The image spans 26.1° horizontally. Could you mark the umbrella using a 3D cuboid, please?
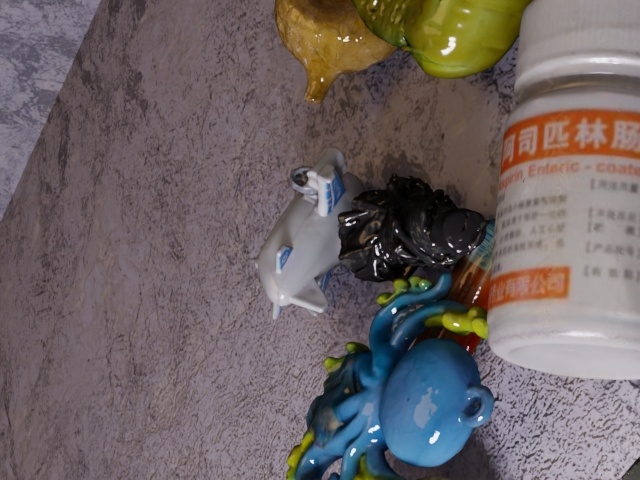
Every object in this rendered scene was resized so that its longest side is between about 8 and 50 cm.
[{"bbox_3d":[0.100,-0.007,1.715,0.154,0.128,0.336,-40,10,-2],"label":"umbrella"}]

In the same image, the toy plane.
[{"bbox_3d":[-0.005,-0.002,1.925,0.267,0.123,0.267,19,-90,-78],"label":"toy plane"}]

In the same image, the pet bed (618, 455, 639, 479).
[{"bbox_3d":[0.364,0.260,1.169,0.159,0.183,0.211,-60,30,35],"label":"pet bed"}]

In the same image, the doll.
[{"bbox_3d":[0.087,0.207,1.621,0.341,0.099,0.346,-12,54,58],"label":"doll"}]

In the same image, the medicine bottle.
[{"bbox_3d":[0.288,-0.057,1.416,0.211,0.211,0.371,-16,63,56],"label":"medicine bottle"}]

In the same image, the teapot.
[{"bbox_3d":[0.044,-0.334,2.032,0.167,0.203,0.311,76,-144,-59],"label":"teapot"}]

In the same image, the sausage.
[{"bbox_3d":[0.179,0.078,1.675,0.264,0.083,0.083,-63,31,16],"label":"sausage"}]

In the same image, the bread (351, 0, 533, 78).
[{"bbox_3d":[0.200,-0.389,1.726,0.251,0.208,0.376,46,116,46],"label":"bread"}]

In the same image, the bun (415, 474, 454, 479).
[{"bbox_3d":[0.113,0.371,1.582,0.220,0.134,0.220,-42,39,47],"label":"bun"}]
